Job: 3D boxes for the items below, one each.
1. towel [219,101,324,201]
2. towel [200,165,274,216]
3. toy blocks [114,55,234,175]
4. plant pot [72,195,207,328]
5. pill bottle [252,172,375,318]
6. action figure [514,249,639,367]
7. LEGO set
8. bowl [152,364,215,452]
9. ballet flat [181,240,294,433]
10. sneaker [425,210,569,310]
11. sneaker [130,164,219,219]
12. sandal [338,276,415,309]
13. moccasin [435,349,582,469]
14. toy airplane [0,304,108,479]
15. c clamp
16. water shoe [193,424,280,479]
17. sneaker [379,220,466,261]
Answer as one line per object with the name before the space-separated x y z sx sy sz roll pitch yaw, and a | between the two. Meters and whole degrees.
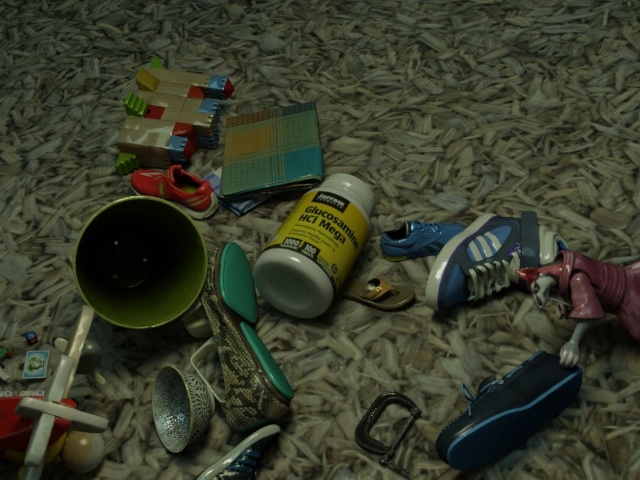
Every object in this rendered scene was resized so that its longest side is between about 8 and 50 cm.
towel | -0.131 -0.244 2.162 0.272 0.040 0.370 -10 41 4
towel | -0.169 -0.185 2.159 0.285 0.034 0.209 -36 49 -25
toy blocks | -0.398 -0.341 2.276 0.261 0.190 0.381 9 57 8
plant pot | -0.415 0.043 1.783 0.275 0.274 0.293 -27 10 -18
pill bottle | 0.000 0.000 1.820 0.188 0.187 0.334 12 46 22
action figure | 0.562 0.093 1.557 0.370 0.275 0.248 17 25 -11
LEGO set | -0.687 0.305 1.752 0.183 0.060 0.244 -1 44 -8
bowl | -0.259 0.325 1.581 0.080 0.170 0.170 -2 35 -36
ballet flat | -0.202 0.199 1.697 0.182 0.164 0.482 -33 45 9
sneaker | 0.399 0.064 1.727 0.236 0.130 0.323 20 45 33
sneaker | -0.384 -0.152 2.100 0.279 0.118 0.107 17 49 25
sandal | 0.120 0.108 1.790 0.180 0.049 0.072 12 48 21
moccasin | 0.338 0.314 1.501 0.342 0.137 0.117 -19 38 -30
toy airplane | -0.502 0.353 1.489 0.386 0.272 0.384 -50 37 5
c clamp | 0.141 0.363 1.546 0.137 0.022 0.160 12 49 29
water shoe | -0.145 0.429 1.507 0.203 0.073 0.080 -34 75 -24
sneaker | 0.241 -0.012 1.872 0.210 0.082 0.069 -12 42 -5
